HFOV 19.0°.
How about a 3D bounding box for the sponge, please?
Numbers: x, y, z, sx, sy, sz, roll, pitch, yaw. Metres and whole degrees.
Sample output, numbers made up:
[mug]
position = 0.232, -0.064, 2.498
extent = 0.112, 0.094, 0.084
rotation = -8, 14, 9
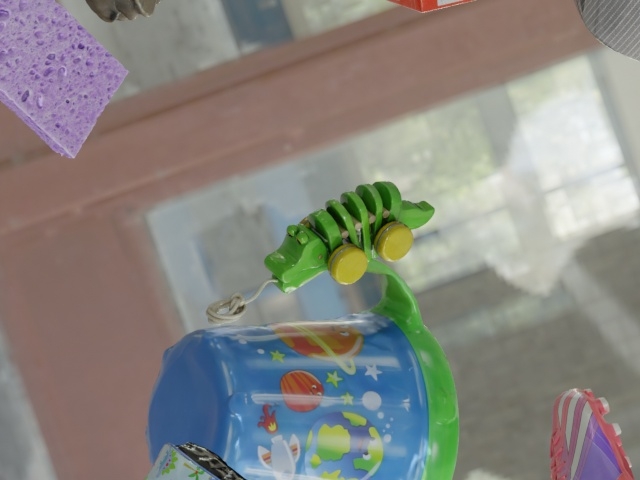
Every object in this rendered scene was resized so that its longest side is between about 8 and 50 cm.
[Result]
[sponge]
position = -0.297, -0.193, 1.982
extent = 0.031, 0.117, 0.210
rotation = 13, -25, 47

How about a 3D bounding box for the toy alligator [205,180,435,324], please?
[toy alligator]
position = 0.000, 0.000, 1.336
extent = 0.056, 0.190, 0.051
rotation = 40, -33, 45

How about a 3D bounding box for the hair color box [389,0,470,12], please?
[hair color box]
position = 0.098, -0.279, 1.946
extent = 0.167, 0.093, 0.053
rotation = 29, -49, 58

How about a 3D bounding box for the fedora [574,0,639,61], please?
[fedora]
position = 0.217, -0.200, 1.141
extent = 0.124, 0.244, 0.275
rotation = 119, -12, -53

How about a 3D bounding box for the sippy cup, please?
[sippy cup]
position = -0.029, 0.171, 1.750
extent = 0.240, 0.224, 0.305
rotation = -35, -124, 51

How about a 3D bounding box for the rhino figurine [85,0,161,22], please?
[rhino figurine]
position = -0.192, -0.331, 1.904
extent = 0.073, 0.106, 0.243
rotation = 9, 79, -45

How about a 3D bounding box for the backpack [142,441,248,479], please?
[backpack]
position = -0.075, 0.187, 1.253
extent = 0.105, 0.084, 0.114
rotation = 32, -9, 14

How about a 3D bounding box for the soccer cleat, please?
[soccer cleat]
position = 0.232, 0.210, 1.680
extent = 0.248, 0.095, 0.083
rotation = -113, 180, -62
